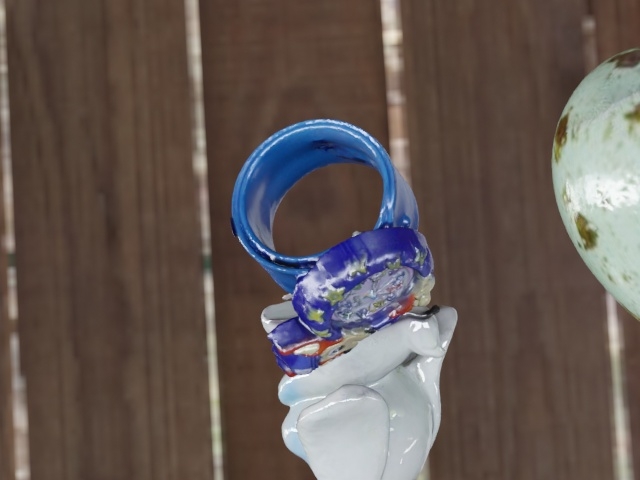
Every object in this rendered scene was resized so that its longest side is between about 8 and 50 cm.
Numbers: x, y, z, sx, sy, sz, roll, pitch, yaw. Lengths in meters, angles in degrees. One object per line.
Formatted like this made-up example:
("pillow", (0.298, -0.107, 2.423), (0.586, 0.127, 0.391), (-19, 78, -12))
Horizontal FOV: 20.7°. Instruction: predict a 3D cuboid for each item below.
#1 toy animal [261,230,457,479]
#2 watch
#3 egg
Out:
("toy animal", (0.058, 0.148, 1.936), (0.174, 0.249, 0.289), (21, 148, 30))
("watch", (0.005, -0.006, 1.720), (0.196, 0.200, 0.171), (-26, 156, -3))
("egg", (0.260, -0.031, 1.279), (0.169, 0.231, 0.169), (-16, 166, -4))
